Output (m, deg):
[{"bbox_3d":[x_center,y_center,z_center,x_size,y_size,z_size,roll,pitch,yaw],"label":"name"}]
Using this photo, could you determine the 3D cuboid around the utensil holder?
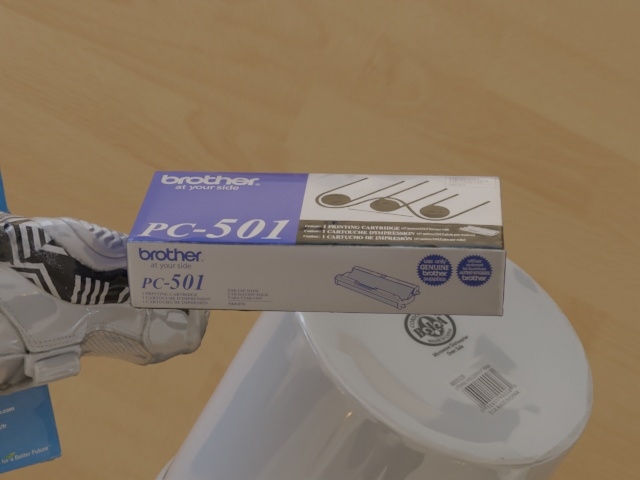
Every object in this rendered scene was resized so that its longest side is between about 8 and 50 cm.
[{"bbox_3d":[0.037,0.208,1.528,0.327,0.327,0.385,27,127,-3],"label":"utensil holder"}]

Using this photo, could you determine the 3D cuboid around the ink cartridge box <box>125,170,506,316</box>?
[{"bbox_3d":[0.000,0.000,0.903,0.207,0.097,0.046,1,116,4],"label":"ink cartridge box"}]

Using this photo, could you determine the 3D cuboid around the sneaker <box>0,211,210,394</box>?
[{"bbox_3d":[-0.230,0.073,0.915,0.366,0.137,0.210,21,80,-44],"label":"sneaker"}]

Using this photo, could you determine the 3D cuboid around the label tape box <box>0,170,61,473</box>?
[{"bbox_3d":[-0.415,0.085,1.585,0.240,0.106,0.334,-14,105,-22],"label":"label tape box"}]
